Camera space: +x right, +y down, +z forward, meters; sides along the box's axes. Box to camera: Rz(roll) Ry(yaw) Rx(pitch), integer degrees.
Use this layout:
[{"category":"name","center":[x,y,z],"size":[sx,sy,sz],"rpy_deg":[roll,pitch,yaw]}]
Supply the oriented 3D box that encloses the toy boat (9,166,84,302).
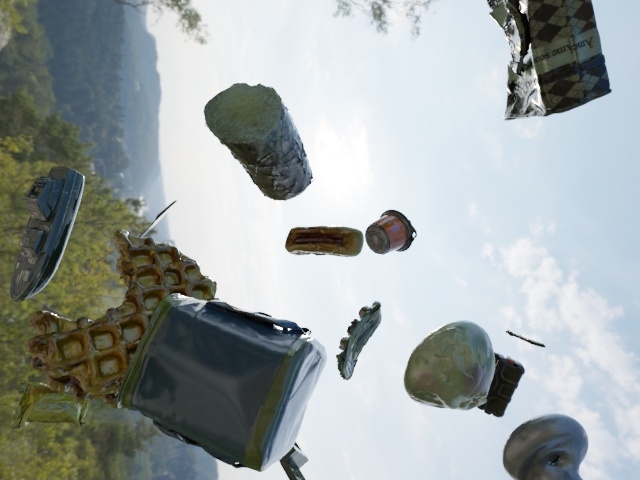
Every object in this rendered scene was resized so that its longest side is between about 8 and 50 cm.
[{"category":"toy boat","center":[-0.515,-0.015,0.764],"size":[0.085,0.078,0.260],"rpy_deg":[34,68,-65]}]

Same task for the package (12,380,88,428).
[{"category":"package","center":[-0.916,0.559,1.432],"size":[0.090,0.227,0.168],"rpy_deg":[-45,-138,39]}]

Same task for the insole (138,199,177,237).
[{"category":"insole","center":[-0.549,-0.051,1.356],"size":[0.009,0.119,0.349],"rpy_deg":[47,-41,-14]}]

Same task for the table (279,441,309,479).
[{"category":"table","center":[-0.088,0.691,1.320],"size":[0.175,0.063,0.146],"rpy_deg":[43,-15,38]}]

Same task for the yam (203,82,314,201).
[{"category":"yam","center":[-0.168,-0.286,1.272],"size":[0.348,0.241,0.240],"rpy_deg":[56,7,-53]}]

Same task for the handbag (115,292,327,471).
[{"category":"handbag","center":[-0.136,0.216,0.669],"size":[0.263,0.241,0.222],"rpy_deg":[61,49,-73]}]

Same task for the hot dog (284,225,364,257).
[{"category":"hot dog","center":[0.000,0.000,1.154],"size":[0.243,0.073,0.084],"rpy_deg":[2,-104,29]}]

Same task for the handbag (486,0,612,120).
[{"category":"handbag","center":[0.527,-0.524,1.035],"size":[0.316,0.180,0.415],"rpy_deg":[-85,155,-76]}]

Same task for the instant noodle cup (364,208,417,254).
[{"category":"instant noodle cup","center":[0.254,-0.019,1.614],"size":[0.208,0.126,0.177],"rpy_deg":[-14,-81,56]}]

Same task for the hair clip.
[{"category":"hair clip","center":[0.133,0.362,1.562],"size":[0.091,0.321,0.138],"rpy_deg":[17,-42,28]}]

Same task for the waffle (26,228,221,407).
[{"category":"waffle","center":[-0.357,0.147,0.790],"size":[0.151,0.261,0.324],"rpy_deg":[-49,-171,52]}]

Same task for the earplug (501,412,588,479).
[{"category":"earplug","center":[0.556,0.571,0.982],"size":[0.175,0.214,0.325],"rpy_deg":[132,-52,-82]}]

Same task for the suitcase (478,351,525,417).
[{"category":"suitcase","center":[0.517,0.454,1.414],"size":[0.066,0.286,0.206],"rpy_deg":[-16,129,-80]}]

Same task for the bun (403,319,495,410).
[{"category":"bun","center":[0.383,0.373,1.161],"size":[0.187,0.294,0.292],"rpy_deg":[45,-42,46]}]

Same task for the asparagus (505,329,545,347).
[{"category":"asparagus","center":[0.506,0.243,1.030],"size":[0.166,0.013,0.016],"rpy_deg":[171,-82,-83]}]
